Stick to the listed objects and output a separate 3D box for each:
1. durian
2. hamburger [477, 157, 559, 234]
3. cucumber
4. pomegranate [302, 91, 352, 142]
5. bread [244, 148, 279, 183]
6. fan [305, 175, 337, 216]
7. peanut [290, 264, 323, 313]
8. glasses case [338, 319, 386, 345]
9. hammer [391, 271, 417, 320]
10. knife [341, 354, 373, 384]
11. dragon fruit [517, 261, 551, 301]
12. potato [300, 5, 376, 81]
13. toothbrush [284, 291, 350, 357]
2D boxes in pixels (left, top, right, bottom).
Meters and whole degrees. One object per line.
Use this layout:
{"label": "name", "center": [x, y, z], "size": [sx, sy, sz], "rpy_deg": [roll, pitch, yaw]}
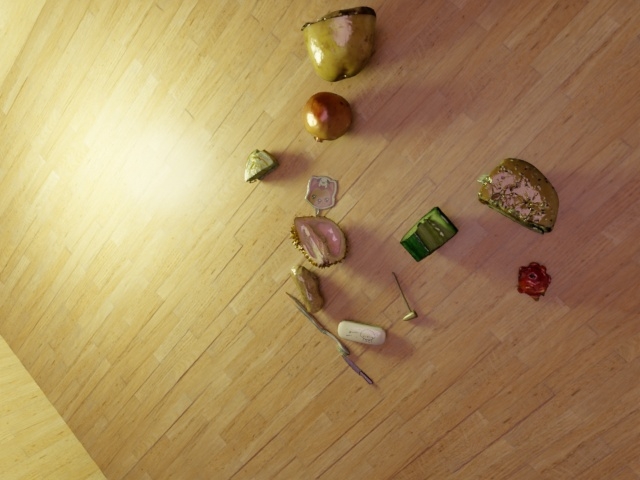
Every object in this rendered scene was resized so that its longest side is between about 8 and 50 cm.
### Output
{"label": "durian", "center": [-0.007, 0.008, 1.744], "size": [0.250, 0.183, 0.138], "rpy_deg": [46, 144, 7]}
{"label": "hamburger", "center": [0.670, -0.157, 1.461], "size": [0.287, 0.167, 0.193], "rpy_deg": [30, 105, 16]}
{"label": "cucumber", "center": [0.380, -0.016, 1.575], "size": [0.191, 0.191, 0.130], "rpy_deg": [-45, 78, 17]}
{"label": "pomegranate", "center": [0.024, -0.469, 1.667], "size": [0.191, 0.191, 0.192], "rpy_deg": [2, 95, 20]}
{"label": "bread", "center": [-0.263, -0.319, 1.818], "size": [0.156, 0.103, 0.110], "rpy_deg": [-31, 89, 13]}
{"label": "fan", "center": [-0.006, -0.155, 1.789], "size": [0.131, 0.009, 0.220], "rpy_deg": [16, 99, 19]}
{"label": "peanut", "center": [-0.054, 0.196, 1.794], "size": [0.099, 0.099, 0.214], "rpy_deg": [-21, 86, 20]}
{"label": "glasses case", "center": [0.165, 0.369, 1.750], "size": [0.197, 0.049, 0.076], "rpy_deg": [8, 97, 19]}
{"label": "hammer", "center": [0.311, 0.218, 1.703], "size": [0.060, 0.028, 0.195], "rpy_deg": [-26, 82, 26]}
{"label": "knife", "center": [0.148, 0.528, 1.792], "size": [0.170, 0.010, 0.023], "rpy_deg": [43, 101, 14]}
{"label": "dragon fruit", "center": [0.738, 0.141, 1.516], "size": [0.112, 0.068, 0.127], "rpy_deg": [25, 101, 17]}
{"label": "potato", "center": [0.074, -0.710, 1.615], "size": [0.285, 0.242, 0.243], "rpy_deg": [-4, 93, 13]}
{"label": "toothbrush", "center": [-0.018, 0.345, 1.826], "size": [0.375, 0.028, 0.037], "rpy_deg": [44, 112, 11]}
